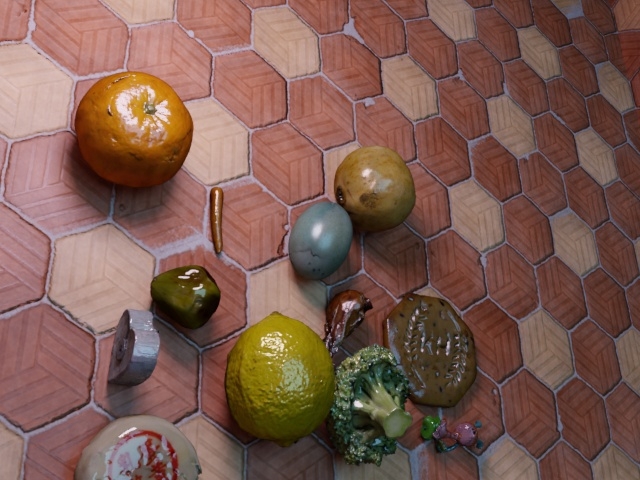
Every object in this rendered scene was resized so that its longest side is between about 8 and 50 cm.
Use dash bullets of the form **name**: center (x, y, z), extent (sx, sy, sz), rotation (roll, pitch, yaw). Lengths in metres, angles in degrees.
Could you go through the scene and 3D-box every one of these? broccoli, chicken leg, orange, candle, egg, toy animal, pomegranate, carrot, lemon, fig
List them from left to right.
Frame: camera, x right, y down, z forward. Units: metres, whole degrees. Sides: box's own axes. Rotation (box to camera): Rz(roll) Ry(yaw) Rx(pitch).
- **candle**: center (-0.415, 0.250, 1.565), extent (0.068, 0.192, 0.168), rotation (16, 105, -27)
- **orange**: center (-0.449, -0.268, 1.714), extent (0.284, 0.226, 0.283), rotation (14, 66, -33)
- **fig**: center (-0.321, 0.131, 1.676), extent (0.166, 0.144, 0.154), rotation (10, 79, -9)
- **carrot**: center (-0.274, -0.053, 1.862), extent (0.037, 0.037, 0.190), rotation (9, 68, -31)
- **lemon**: center (-0.099, 0.322, 1.664), extent (0.268, 0.268, 0.321), rotation (-3, 72, -35)
- **egg**: center (0.000, 0.000, 1.932), extent (0.169, 0.169, 0.236), rotation (32, 54, -19)
- **chicken leg**: center (0.044, 0.248, 1.890), extent (0.304, 0.113, 0.093), rotation (-61, 141, -36)
- **broccoli**: center (0.117, 0.425, 1.788), extent (0.260, 0.236, 0.287), rotation (-55, 124, -76)
- **pomegranate**: center (0.157, -0.150, 2.065), extent (0.261, 0.260, 0.260), rotation (14, 62, -29)
- **toy animal**: center (0.378, 0.553, 2.004), extent (0.208, 0.100, 0.103), rotation (12, 102, -33)

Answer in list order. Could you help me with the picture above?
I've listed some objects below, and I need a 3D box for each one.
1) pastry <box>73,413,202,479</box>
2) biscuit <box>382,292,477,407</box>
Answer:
- **pastry**: center (-0.380, 0.491, 1.483), extent (0.265, 0.133, 0.264), rotation (14, 66, -32)
- **biscuit**: center (0.328, 0.321, 2.092), extent (0.359, 0.046, 0.358), rotation (15, 61, -28)
